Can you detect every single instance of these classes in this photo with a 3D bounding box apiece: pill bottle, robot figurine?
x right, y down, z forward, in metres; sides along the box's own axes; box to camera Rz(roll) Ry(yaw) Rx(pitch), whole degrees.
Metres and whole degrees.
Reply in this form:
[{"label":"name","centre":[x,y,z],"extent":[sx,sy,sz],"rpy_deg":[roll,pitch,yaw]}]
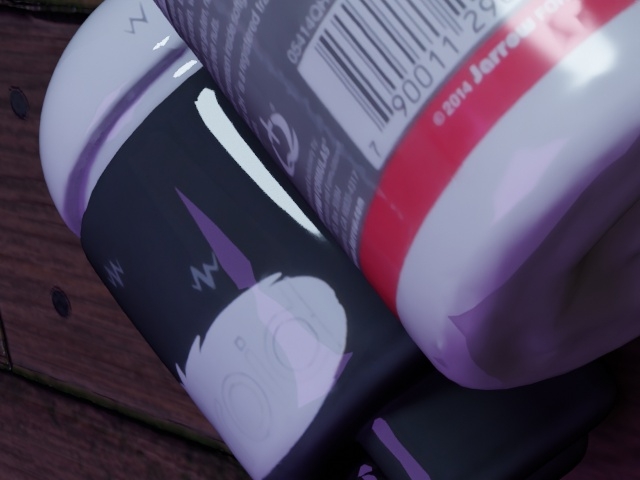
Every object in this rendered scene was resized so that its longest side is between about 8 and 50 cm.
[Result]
[{"label":"pill bottle","centre":[0.021,-0.123,0.542],"extent":[0.318,0.176,0.176],"rpy_deg":[53,141,24]},{"label":"robot figurine","centre":[0.002,-0.002,0.718],"extent":[0.278,0.174,0.209],"rpy_deg":[50,122,19]}]
